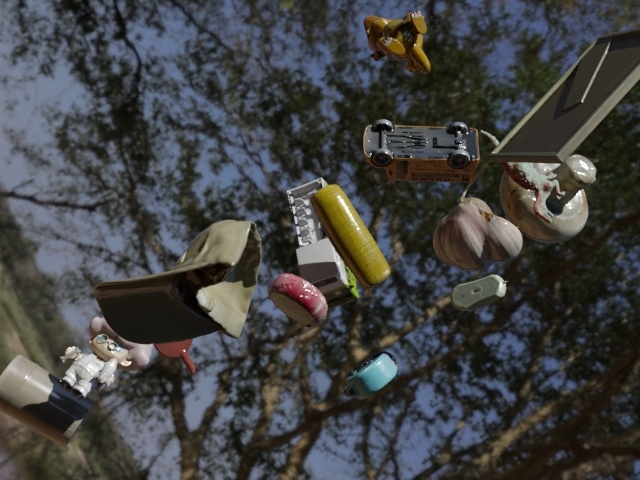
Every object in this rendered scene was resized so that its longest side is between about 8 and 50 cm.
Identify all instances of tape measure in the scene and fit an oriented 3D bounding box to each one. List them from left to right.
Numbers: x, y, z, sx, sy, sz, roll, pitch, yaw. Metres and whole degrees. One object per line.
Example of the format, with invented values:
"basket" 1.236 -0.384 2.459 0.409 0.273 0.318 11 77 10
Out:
"tape measure" 0.122 0.330 2.048 0.081 0.146 0.125 53 16 3

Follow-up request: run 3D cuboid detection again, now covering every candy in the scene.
"candy" -0.037 0.098 1.387 0.103 0.043 0.103 28 -26 15

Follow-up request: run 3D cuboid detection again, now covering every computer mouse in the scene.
"computer mouse" 0.487 0.160 2.575 0.056 0.181 0.089 43 31 -51

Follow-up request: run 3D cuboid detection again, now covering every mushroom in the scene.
"mushroom" 0.577 -0.124 2.110 0.243 0.243 0.243 50 -23 31

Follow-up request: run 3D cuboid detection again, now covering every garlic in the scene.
"garlic" 0.387 -0.047 2.005 0.207 0.207 0.257 6 -100 67

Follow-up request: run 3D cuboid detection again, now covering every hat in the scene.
"hat" -0.168 0.038 1.016 0.173 0.144 0.166 13 -38 3

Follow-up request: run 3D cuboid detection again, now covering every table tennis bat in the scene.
"table tennis bat" -0.335 0.250 2.004 0.155 0.098 0.019 61 -28 -8

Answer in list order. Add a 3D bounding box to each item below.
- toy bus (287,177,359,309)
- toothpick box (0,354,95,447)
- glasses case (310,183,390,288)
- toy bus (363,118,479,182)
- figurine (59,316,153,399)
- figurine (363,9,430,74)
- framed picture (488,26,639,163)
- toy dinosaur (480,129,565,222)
"toy bus" 0.000 0.000 1.950 0.139 0.113 0.302 49 24 -56
"toothpick box" -0.552 0.316 1.673 0.180 0.111 0.111 33 -19 -6
"glasses case" 0.061 -0.008 1.769 0.234 0.079 0.064 58 -22 6
"toy bus" 0.170 -0.148 1.456 0.088 0.194 0.083 88 6 -52
"figurine" -0.392 0.208 1.597 0.137 0.229 0.112 27 -40 16
"figurine" 0.143 -0.353 1.538 0.122 0.121 0.176 46 -1 -28
"framed picture" 0.403 -0.225 1.307 0.016 0.289 0.213 46 -8 -16
"toy dinosaur" 0.465 -0.166 1.982 0.242 0.167 0.053 30 -19 -7
